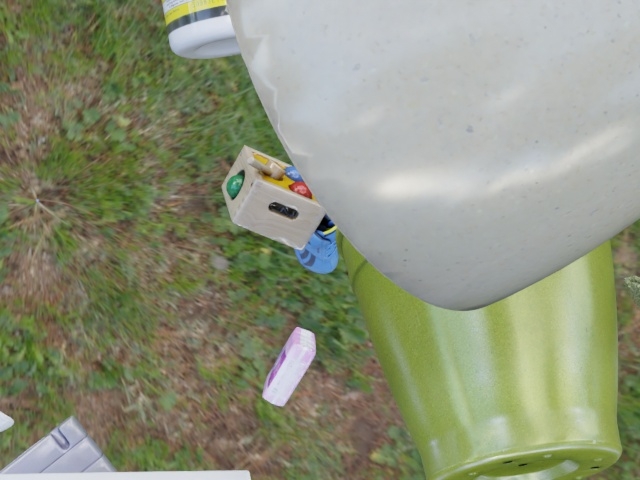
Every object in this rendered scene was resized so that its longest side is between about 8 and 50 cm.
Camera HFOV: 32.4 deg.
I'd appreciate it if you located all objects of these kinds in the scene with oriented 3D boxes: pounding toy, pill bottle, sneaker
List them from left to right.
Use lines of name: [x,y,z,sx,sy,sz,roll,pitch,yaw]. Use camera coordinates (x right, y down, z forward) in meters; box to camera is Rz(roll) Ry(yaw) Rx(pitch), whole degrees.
pill bottle: [-0.171,-0.469,1.737,0.188,0.188,0.334,-10,90,-14]
pounding toy: [-0.068,-0.070,1.473,0.141,0.130,0.100,23,111,-24]
sneaker: [0.000,0.000,1.887,0.069,0.082,0.209,-61,147,-24]

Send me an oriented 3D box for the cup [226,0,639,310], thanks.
cup: [0.139,-0.149,0.621,0.237,0.331,0.331,-20,100,32]

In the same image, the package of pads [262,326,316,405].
package of pads: [-0.035,0.146,1.272,0.032,0.050,0.083,28,108,-7]

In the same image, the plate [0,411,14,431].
plate: [-0.495,0.153,1.199,0.277,0.278,0.045,36,62,-20]

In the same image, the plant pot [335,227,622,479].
plant pot: [0.224,0.129,1.400,0.366,0.366,0.353,-2,65,-14]

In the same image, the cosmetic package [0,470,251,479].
cosmetic package: [-0.287,0.410,1.362,0.377,0.097,0.284,3,126,-16]

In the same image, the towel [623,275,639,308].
towel: [0.469,0.101,1.458,0.027,0.148,0.110,-43,116,-9]

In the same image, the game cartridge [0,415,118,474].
game cartridge: [-0.428,0.450,1.574,0.355,0.068,0.230,-38,98,-11]
